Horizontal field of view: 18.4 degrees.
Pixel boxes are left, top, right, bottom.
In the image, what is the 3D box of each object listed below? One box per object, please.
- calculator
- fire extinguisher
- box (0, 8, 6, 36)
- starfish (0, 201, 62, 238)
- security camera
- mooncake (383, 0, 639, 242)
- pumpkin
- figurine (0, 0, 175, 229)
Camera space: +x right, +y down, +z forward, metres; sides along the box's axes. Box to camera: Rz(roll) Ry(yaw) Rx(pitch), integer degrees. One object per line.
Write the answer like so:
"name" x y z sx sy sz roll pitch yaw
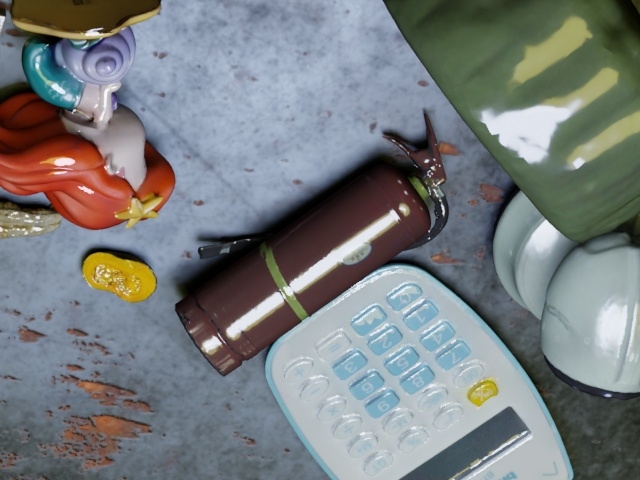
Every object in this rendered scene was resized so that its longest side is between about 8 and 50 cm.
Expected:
"calculator" 0.107 0.189 2.270 0.256 0.054 0.386 -35 117 10
"fire extinguisher" 0.000 0.000 2.125 0.341 0.105 0.141 -36 97 2
"box" -0.363 -0.215 1.989 0.083 0.024 0.053 12 116 -14
"starfish" -0.445 -0.019 2.037 0.327 0.094 0.375 -32 121 -18
"security camera" 0.302 0.049 2.097 0.197 0.277 0.191 9 115 -14
"mooncake" 0.222 -0.181 1.917 0.194 0.356 0.356 -38 117 11
"pumpkin" -0.217 0.034 2.145 0.083 0.028 0.050 20 115 -10
"figurine" -0.250 -0.129 1.978 0.181 0.208 0.257 19 124 30
